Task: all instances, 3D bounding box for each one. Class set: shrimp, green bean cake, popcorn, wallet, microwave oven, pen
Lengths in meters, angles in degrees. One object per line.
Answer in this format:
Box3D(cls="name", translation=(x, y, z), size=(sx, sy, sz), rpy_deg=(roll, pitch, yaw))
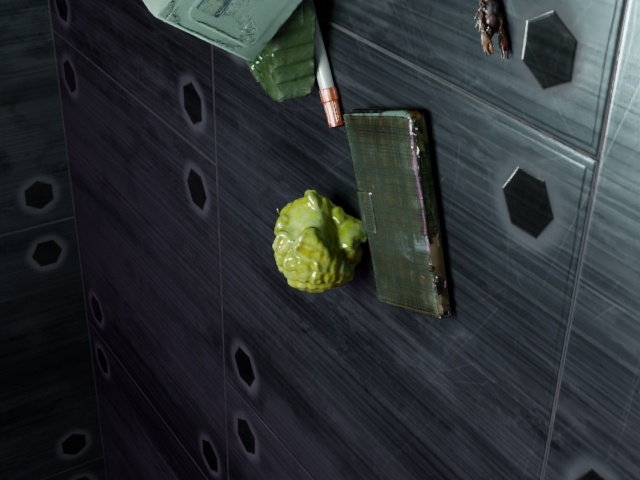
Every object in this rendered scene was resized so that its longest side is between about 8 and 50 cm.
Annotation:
Box3D(cls="shrimp", translation=(0.210, -0.267, 1.246), size=(0.029, 0.038, 0.092), rpy_deg=(-15, 92, 63))
Box3D(cls="green bean cake", translation=(-0.076, -0.339, 1.631), size=(0.185, 0.094, 0.183), rpy_deg=(85, 160, -45))
Box3D(cls="popcorn", translation=(-0.009, 0.000, 1.667), size=(0.142, 0.174, 0.173), rpy_deg=(-1, 104, 54))
Box3D(cls="wallet", translation=(0.121, -0.045, 1.524), size=(0.169, 0.044, 0.316), rpy_deg=(11, 117, 54))
Box3D(cls="microwave oven", translation=(-0.113, -0.443, 1.417), size=(0.295, 0.237, 0.181), rpy_deg=(-48, 58, 19))
Box3D(cls="pen", translation=(-0.002, -0.299, 1.619), size=(0.028, 0.028, 0.239), rpy_deg=(-6, 100, 61))
